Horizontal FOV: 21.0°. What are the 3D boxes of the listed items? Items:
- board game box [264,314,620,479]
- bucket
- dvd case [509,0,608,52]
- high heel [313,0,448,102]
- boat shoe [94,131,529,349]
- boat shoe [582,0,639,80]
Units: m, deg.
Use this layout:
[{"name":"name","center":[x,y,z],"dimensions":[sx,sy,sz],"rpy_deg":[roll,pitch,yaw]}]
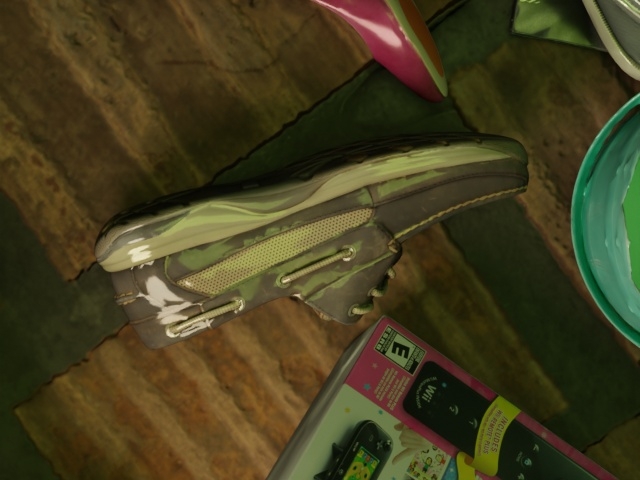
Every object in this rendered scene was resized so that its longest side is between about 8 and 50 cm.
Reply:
[{"name":"board game box","center":[0.109,0.238,1.370],"dimensions":[0.303,0.097,0.224],"rpy_deg":[36,59,-6]},{"name":"bucket","center":[0.347,-0.016,1.404],"dimensions":[0.281,0.183,0.281],"rpy_deg":[0,88,-7]},{"name":"dvd case","center":[0.283,-0.238,1.484],"dimensions":[0.221,0.018,0.164],"rpy_deg":[10,87,-7]},{"name":"high heel","center":[0.001,-0.195,1.431],"dimensions":[0.117,0.082,0.244],"rpy_deg":[-33,106,19]},{"name":"boat shoe","center":[0.000,0.000,1.401],"dimensions":[0.355,0.132,0.130],"rpy_deg":[-14,100,1]},{"name":"boat shoe","center":[0.231,-0.279,1.411],"dimensions":[0.116,0.099,0.319],"rpy_deg":[-34,95,-19]}]
